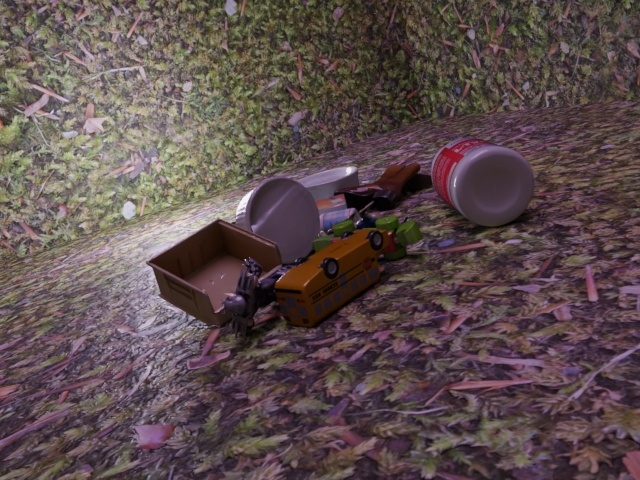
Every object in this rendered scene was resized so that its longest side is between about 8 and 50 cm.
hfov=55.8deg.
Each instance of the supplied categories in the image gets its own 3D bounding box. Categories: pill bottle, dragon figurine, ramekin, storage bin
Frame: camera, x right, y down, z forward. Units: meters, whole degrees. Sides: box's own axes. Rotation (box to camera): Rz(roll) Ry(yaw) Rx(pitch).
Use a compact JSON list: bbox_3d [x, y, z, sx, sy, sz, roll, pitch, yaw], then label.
[{"bbox_3d":[0.049,-0.054,2.038,0.160,0.087,0.087,-10,16,20],"label":"pill bottle"},{"bbox_3d":[0.139,-0.023,1.838,0.289,0.144,0.085,-29,7,35],"label":"dragon figurine"},{"bbox_3d":[-0.144,-0.059,1.908,0.273,0.272,0.127,-26,13,-35],"label":"ramekin"},{"bbox_3d":[0.035,-0.200,2.478,0.277,0.135,0.277,-15,16,4],"label":"ramekin"},{"bbox_3d":[-0.279,0.083,1.649,0.260,0.123,0.262,22,42,35],"label":"storage bin"},{"bbox_3d":[0.471,-0.195,1.853,0.229,0.228,0.407,-15,15,1],"label":"pill bottle"}]

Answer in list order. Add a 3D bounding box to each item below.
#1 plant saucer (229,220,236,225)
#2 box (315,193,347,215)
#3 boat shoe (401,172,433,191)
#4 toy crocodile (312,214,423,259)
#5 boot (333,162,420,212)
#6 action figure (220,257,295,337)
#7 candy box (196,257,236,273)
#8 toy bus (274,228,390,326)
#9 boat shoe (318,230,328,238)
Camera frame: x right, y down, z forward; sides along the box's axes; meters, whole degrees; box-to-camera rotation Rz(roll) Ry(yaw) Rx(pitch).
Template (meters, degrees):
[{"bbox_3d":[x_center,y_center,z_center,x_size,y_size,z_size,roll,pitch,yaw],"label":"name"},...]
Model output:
[{"bbox_3d":[-0.320,-0.038,2.419,0.188,0.045,0.188,-6,18,31],"label":"plant saucer"},{"bbox_3d":[0.037,-0.097,2.192,0.130,0.091,0.170,-15,16,3],"label":"box"},{"bbox_3d":[0.374,-0.236,2.407,0.178,0.064,0.060,-9,18,32],"label":"boat shoe"},{"bbox_3d":[0.127,0.004,1.699,0.341,0.115,0.105,-7,18,29],"label":"toy crocodile"},{"bbox_3d":[0.216,-0.226,2.336,0.264,0.096,0.280,-3,35,36],"label":"boot"},{"bbox_3d":[-0.147,0.131,1.453,0.099,0.185,0.285,28,20,24],"label":"action figure"},{"bbox_3d":[-0.340,0.080,1.940,0.183,0.087,0.316,-21,17,-21],"label":"candy box"},{"bbox_3d":[0.042,0.078,1.490,0.108,0.130,0.333,-1,21,45],"label":"toy bus"},{"bbox_3d":[0.000,0.000,1.962,0.045,0.050,0.135,-15,14,-18],"label":"boat shoe"}]
